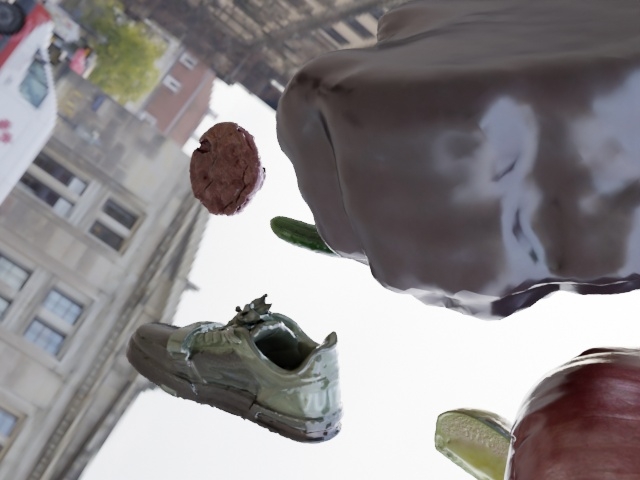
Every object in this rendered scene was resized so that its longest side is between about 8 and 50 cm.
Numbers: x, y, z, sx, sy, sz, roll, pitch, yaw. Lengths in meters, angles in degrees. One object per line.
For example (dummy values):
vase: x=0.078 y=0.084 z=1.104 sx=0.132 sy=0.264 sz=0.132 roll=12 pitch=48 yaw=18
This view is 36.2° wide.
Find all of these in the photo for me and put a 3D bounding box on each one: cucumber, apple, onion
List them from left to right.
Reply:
cucumber: x=0.000 y=0.000 z=1.213 sx=0.155 sy=0.037 sz=0.037 roll=15 pitch=-118 yaw=24
apple: x=0.367 y=0.424 z=2.014 sx=0.120 sy=0.265 sz=0.193 roll=-41 pitch=152 yaw=-34
onion: x=0.279 y=0.238 z=0.710 sx=0.286 sy=0.347 sz=0.347 roll=-12 pitch=-141 yaw=30

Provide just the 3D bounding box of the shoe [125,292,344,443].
shoe: x=-0.097 y=0.120 z=1.151 sx=0.109 sy=0.293 sz=0.149 roll=-31 pitch=135 yaw=-58

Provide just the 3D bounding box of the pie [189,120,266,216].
pie: x=-0.142 y=-0.107 z=1.489 sx=0.154 sy=0.038 sz=0.153 roll=-1 pitch=-92 yaw=40

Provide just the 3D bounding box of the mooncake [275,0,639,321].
mooncake: x=0.176 y=-0.093 z=0.782 sx=0.381 sy=0.212 sz=0.351 roll=-29 pitch=-155 yaw=-32
